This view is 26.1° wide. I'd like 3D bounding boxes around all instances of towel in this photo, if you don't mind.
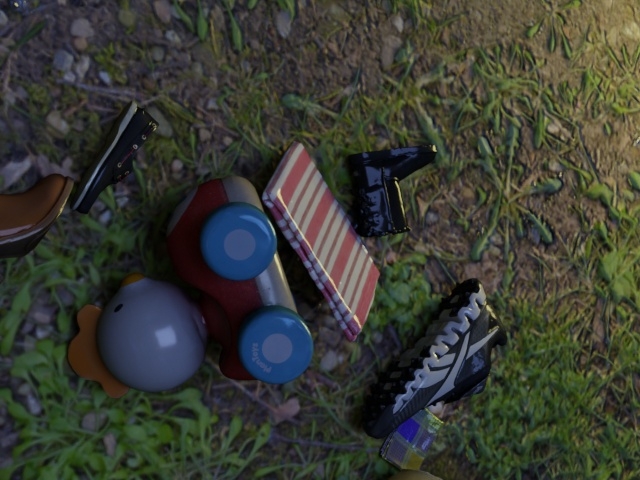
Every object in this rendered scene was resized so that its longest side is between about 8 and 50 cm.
[{"bbox_3d":[0.109,0.235,1.628,0.060,0.009,0.083,43,67,-25],"label":"towel"},{"bbox_3d":[0.000,0.000,1.505,0.197,0.029,0.144,59,22,-16],"label":"towel"}]

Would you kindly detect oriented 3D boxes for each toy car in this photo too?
[{"bbox_3d":[-0.147,0.064,1.382,0.237,0.219,0.210,-20,101,-3],"label":"toy car"}]

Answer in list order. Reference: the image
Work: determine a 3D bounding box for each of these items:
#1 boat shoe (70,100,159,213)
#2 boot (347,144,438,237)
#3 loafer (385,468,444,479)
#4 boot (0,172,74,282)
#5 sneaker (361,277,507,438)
[{"bbox_3d":[-0.209,-0.079,1.400,0.042,0.049,0.133,37,65,-19],"label":"boat shoe"},{"bbox_3d":[0.087,-0.057,1.599,0.121,0.045,0.099,-10,92,-26],"label":"boot"},{"bbox_3d":[0.092,0.305,1.568,0.268,0.102,0.092,15,79,-42],"label":"loafer"},{"bbox_3d":[-0.336,-0.037,1.306,0.152,0.073,0.197,40,47,-6],"label":"boot"},{"bbox_3d":[0.144,0.157,1.608,0.106,0.078,0.234,48,63,-14],"label":"sneaker"}]
